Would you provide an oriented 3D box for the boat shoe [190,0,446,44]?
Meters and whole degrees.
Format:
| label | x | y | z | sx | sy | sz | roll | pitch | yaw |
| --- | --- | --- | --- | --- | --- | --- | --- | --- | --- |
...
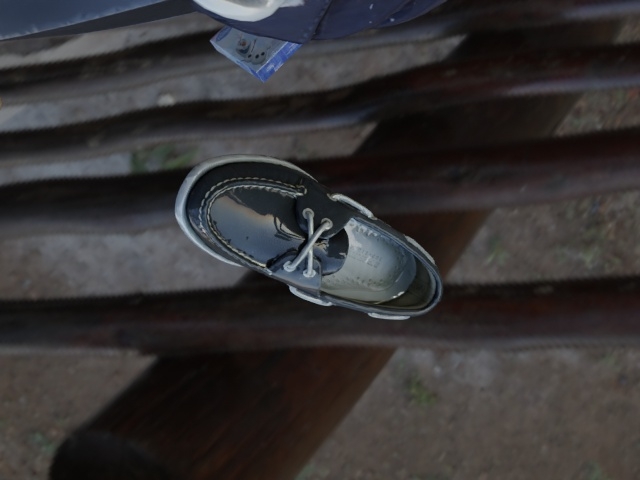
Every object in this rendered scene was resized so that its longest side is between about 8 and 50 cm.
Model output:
| label | x | y | z | sx | sy | sz | roll | pitch | yaw |
| --- | --- | --- | --- | --- | --- | --- | --- | --- | --- |
| boat shoe | -0.007 | -0.091 | 0.269 | 0.158 | 0.340 | 0.127 | -42 | 80 | 35 |

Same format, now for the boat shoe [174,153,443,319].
| label | x | y | z | sx | sy | sz | roll | pitch | yaw |
| --- | --- | --- | --- | --- | --- | --- | --- | --- | --- |
| boat shoe | 0.000 | 0.000 | 1.362 | 0.091 | 0.302 | 0.114 | 32 | 103 | 48 |

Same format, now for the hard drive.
| label | x | y | z | sx | sy | sz | roll | pitch | yaw |
| --- | --- | --- | --- | --- | --- | --- | --- | --- | --- |
| hard drive | -0.160 | -0.205 | 1.167 | 0.254 | 0.172 | 0.054 | -7 | 97 | 32 |

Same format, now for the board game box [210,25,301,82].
| label | x | y | z | sx | sy | sz | roll | pitch | yaw |
| --- | --- | --- | --- | --- | --- | --- | --- | --- | --- |
| board game box | -0.055 | -0.215 | 1.481 | 0.090 | 0.090 | 0.020 | 39 | 171 | 42 |

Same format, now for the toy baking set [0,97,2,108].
| label | x | y | z | sx | sy | sz | roll | pitch | yaw |
| --- | --- | --- | --- | --- | --- | --- | --- | --- | --- |
| toy baking set | -0.214 | -0.193 | 0.762 | 0.256 | 0.030 | 0.197 | 65 | 160 | 12 |
